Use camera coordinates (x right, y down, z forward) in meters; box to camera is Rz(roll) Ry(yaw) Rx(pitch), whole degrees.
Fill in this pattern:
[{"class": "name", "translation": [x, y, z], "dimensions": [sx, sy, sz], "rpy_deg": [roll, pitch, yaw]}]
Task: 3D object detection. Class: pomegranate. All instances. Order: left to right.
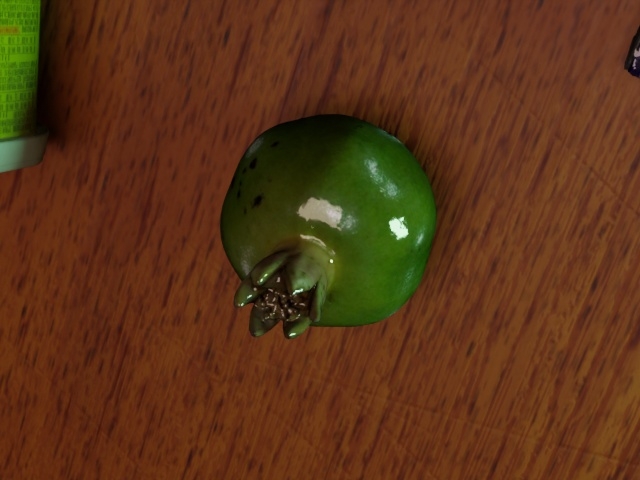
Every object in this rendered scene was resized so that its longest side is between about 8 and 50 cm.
[{"class": "pomegranate", "translation": [-0.002, -0.001, 1.128], "dimensions": [0.187, 0.225, 0.187], "rpy_deg": [8, 122, 13]}]

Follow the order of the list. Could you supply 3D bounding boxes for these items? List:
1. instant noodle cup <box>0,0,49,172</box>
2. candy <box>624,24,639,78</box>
[{"class": "instant noodle cup", "translation": [-0.363, -0.231, 1.174], "dimensions": [0.294, 0.294, 0.307], "rpy_deg": [12, 102, 15]}, {"class": "candy", "translation": [0.391, -0.111, 1.053], "dimensions": [0.312, 0.061, 0.088], "rpy_deg": [25, 111, 9]}]
